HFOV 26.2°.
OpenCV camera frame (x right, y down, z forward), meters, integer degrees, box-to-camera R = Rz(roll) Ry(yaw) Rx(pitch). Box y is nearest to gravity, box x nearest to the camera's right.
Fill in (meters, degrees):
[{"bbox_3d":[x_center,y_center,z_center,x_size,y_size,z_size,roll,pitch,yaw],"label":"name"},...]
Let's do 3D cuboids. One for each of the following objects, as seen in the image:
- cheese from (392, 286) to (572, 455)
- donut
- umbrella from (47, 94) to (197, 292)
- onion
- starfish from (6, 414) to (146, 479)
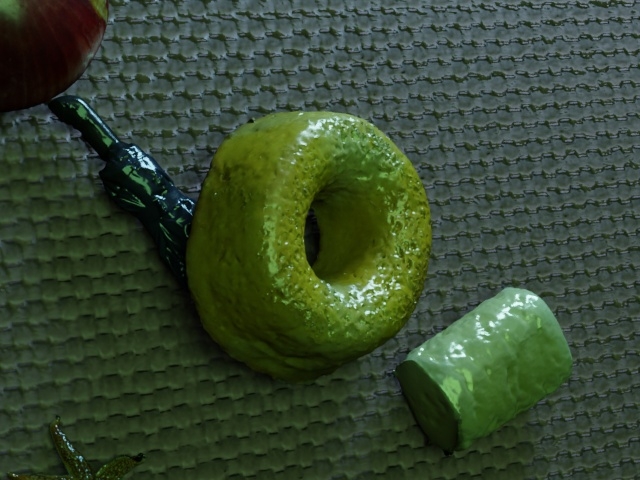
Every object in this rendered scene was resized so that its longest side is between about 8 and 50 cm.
[{"bbox_3d":[0.173,0.135,1.436,0.167,0.094,0.123,-29,91,-25],"label":"cheese"},{"bbox_3d":[0.000,-0.003,1.345,0.277,0.108,0.277,9,76,-40],"label":"donut"},{"bbox_3d":[-0.168,-0.049,1.338,0.071,0.071,0.248,-41,99,-24],"label":"umbrella"},{"bbox_3d":[-0.316,-0.238,1.269,0.248,0.161,0.248,0,91,-5],"label":"onion"},{"bbox_3d":[-0.217,0.223,1.280,0.130,0.041,0.133,-22,90,-26],"label":"starfish"}]
